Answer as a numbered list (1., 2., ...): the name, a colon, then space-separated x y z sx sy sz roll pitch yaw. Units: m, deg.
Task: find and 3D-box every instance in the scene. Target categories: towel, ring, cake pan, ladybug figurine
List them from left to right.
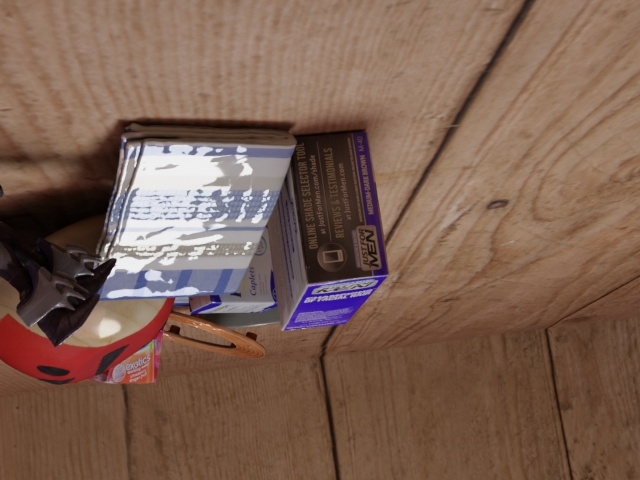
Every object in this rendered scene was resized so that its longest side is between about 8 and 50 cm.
1. ladybug figurine: -0.335 0.098 1.540 0.305 0.162 0.449 -25 172 -22
2. ring: -0.264 0.164 2.066 0.336 0.032 0.336 15 164 4
3. towel: -0.160 -0.029 1.280 0.209 0.034 0.285 -1 139 -25
4. cake pan: -0.130 0.126 2.163 0.293 0.054 0.293 -8 167 -2

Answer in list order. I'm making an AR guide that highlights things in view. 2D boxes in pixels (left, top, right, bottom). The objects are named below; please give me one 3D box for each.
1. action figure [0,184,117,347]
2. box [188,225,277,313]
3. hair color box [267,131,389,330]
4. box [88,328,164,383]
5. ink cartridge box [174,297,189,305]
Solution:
1. action figure: -0.373 -0.007 1.186 0.285 0.099 0.185 36 -166 -16
2. box: -0.134 0.045 1.651 0.137 0.126 0.072 1 165 -36
3. hair color box: 0.000 0.000 1.413 0.110 0.185 0.339 -6 167 -7
4. box: -0.415 0.172 1.882 0.257 0.123 0.128 7 178 33
5. ink cartridge box: -0.244 0.063 1.820 0.185 0.065 0.311 2 165 -36
